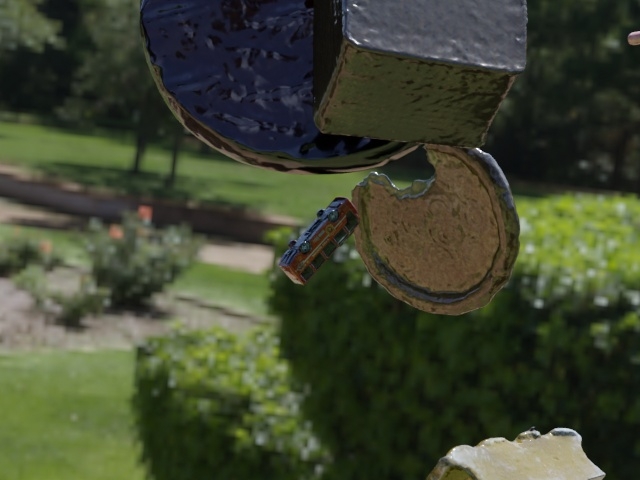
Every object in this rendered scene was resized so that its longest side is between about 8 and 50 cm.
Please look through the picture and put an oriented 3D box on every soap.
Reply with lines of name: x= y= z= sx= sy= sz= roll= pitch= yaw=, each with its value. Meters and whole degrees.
soap: x=0.200 y=0.376 z=2.173 sx=0.259 sy=0.281 sz=0.143 roll=-7 pitch=45 yaw=-44

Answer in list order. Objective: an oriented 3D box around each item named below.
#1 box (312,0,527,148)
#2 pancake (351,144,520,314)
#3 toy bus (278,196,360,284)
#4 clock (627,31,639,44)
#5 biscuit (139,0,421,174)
box: x=0.094 y=-0.241 z=1.682 sx=0.184 sy=0.273 sz=0.143 roll=6 pitch=-32 yaw=-10
pancake: x=0.158 y=-0.025 z=2.422 sx=0.288 sy=0.286 sz=0.033 roll=19 pitch=31 yaw=34
toy bus: x=0.000 y=0.000 z=1.950 sx=0.043 sy=0.110 sz=0.031 roll=50 pitch=-19 yaw=-23
clock: x=0.443 y=-0.212 z=1.714 sx=0.227 sy=0.241 sz=0.142 roll=33 pitch=-21 yaw=34
biscuit: x=-0.001 y=-0.258 z=1.915 sx=0.407 sy=0.407 sz=0.091 roll=7 pitch=-18 yaw=4
